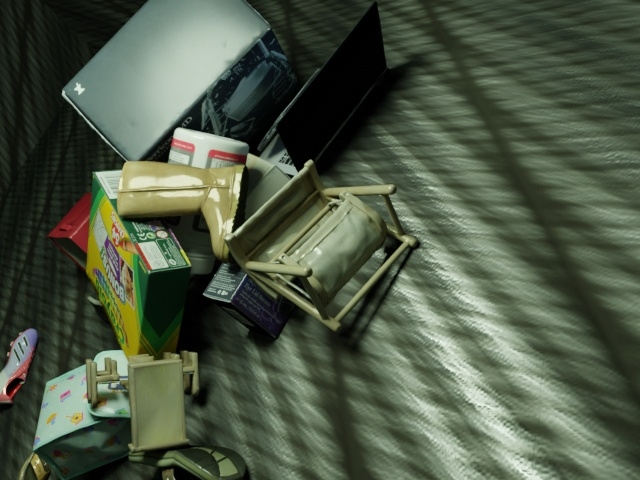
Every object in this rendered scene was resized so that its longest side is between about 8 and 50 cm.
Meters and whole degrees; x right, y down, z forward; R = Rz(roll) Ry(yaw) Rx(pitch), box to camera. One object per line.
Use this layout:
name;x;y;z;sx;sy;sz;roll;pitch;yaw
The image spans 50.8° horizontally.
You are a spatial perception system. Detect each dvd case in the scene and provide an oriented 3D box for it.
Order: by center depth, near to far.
dvd case;-0.083;-0.352;1.814;0.221;0.018;0.164;-57;8;-36

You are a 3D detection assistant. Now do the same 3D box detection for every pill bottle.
pill bottle;-0.284;-0.090;1.573;0.176;0.176;0.319;26;104;54

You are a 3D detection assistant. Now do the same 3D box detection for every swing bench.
swing bench;0.000;0.000;1.304;0.254;0.165;0.253;21;58;44

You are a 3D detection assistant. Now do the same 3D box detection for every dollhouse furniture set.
dollhouse furniture set;-0.351;0.319;1.365;0.242;0.212;0.161;168;99;-65

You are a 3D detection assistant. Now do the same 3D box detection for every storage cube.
storage cube;-0.675;-0.018;2.067;0.183;0.215;0.193;1;50;48

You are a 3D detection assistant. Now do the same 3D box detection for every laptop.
laptop;-0.027;-0.377;1.717;0.382;0.236;0.408;-53;35;-10

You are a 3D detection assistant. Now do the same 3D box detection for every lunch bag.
lunch bag;-0.490;0.377;1.522;0.262;0.160;0.223;-26;33;4

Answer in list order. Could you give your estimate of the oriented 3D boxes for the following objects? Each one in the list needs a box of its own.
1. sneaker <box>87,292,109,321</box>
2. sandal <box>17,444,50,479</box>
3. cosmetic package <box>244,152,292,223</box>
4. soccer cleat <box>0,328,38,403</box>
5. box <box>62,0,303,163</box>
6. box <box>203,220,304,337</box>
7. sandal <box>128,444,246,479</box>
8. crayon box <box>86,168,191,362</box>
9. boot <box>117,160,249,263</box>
sneaker;-0.575;0.166;1.906;0.118;0.083;0.222;-40;23;-26
sandal;-0.680;0.548;1.635;0.049;0.072;0.180;-6;43;16
cosmetic package;-0.201;-0.139;1.770;0.160;0.113;0.309;-52;34;-8
soccer cleat;-0.913;0.382;2.041;0.095;0.083;0.248;9;52;16
box;-0.342;-0.411;1.833;0.480;0.472;0.297;-45;79;2
box;-0.121;0.076;1.434;0.108;0.153;0.207;8;62;49
sandal;-0.250;0.435;1.271;0.302;0.120;0.086;-9;77;44
crayon box;-0.433;0.066;1.553;0.363;0.106;0.313;51;136;37
boot;-0.295;-0.060;1.417;0.269;0.089;0.236;1;60;8
